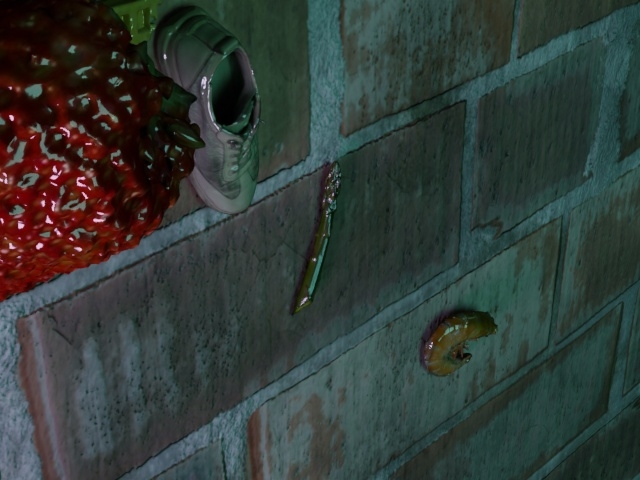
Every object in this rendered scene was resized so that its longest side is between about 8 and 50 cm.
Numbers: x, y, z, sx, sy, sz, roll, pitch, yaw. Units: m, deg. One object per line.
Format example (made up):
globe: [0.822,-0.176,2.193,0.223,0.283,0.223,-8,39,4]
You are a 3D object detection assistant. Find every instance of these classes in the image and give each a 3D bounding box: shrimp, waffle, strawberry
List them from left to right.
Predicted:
strawberry: [-0.292,-0.070,1.063,0.351,0.267,0.312,-42,171,1]
waffle: [-0.218,-0.175,1.281,0.125,0.032,0.191,-30,132,-41]
shrimp: [0.242,0.176,2.024,0.187,0.052,0.132,-5,132,-44]

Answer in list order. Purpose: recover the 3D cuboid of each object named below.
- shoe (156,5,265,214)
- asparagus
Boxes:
shoe: [-0.113,-0.141,1.369,0.103,0.098,0.275,-39,137,-26]
asparagus: [-0.001,0.000,1.638,0.034,0.027,0.236,-10,117,-60]
